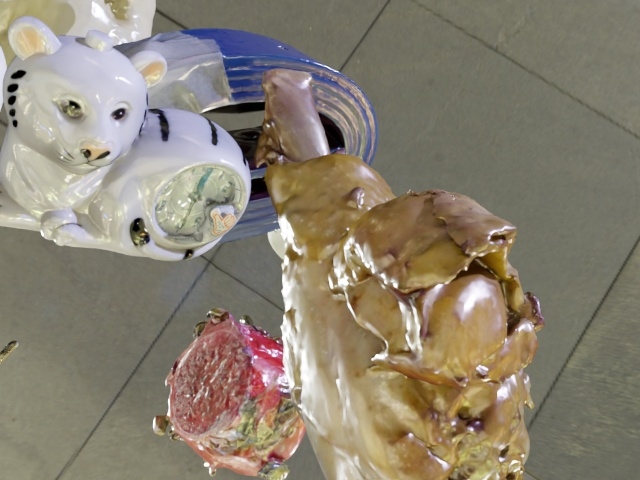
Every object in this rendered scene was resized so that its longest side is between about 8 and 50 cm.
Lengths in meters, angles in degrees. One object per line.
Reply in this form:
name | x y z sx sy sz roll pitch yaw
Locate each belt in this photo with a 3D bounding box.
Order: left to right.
belt | -0.105 -0.112 0.718 0.346 0.117 0.213 -11 125 -29

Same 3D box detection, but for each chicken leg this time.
chicken leg | 0.049 0.015 0.497 0.182 0.295 0.410 -15 69 -13

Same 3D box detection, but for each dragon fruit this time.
dragon fruit | -0.132 0.213 0.949 0.211 0.147 0.282 -45 45 27

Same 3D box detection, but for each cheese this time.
cheese | -0.317 -0.250 0.794 0.247 0.173 0.251 8 90 29

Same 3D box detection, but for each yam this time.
yam | -0.423 0.165 0.841 0.107 0.014 0.014 -45 84 4

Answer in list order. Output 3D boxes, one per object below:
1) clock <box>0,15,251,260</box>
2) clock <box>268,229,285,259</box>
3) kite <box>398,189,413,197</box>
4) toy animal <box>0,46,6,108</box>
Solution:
clock | -0.111 -0.057 0.399 0.117 0.176 0.080 -56 47 23
clock | 0.000 0.000 1.475 0.230 0.230 0.083 19 59 3
kite | 0.159 -0.001 1.205 0.241 0.014 0.183 15 90 3
toy animal | -0.308 -0.076 0.368 0.174 0.249 0.289 23 88 30
